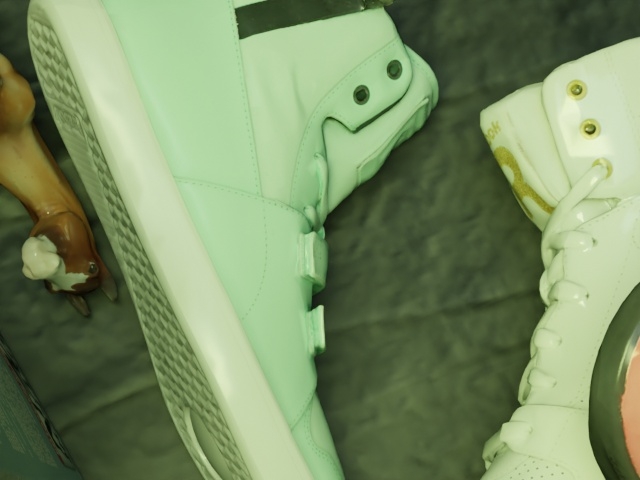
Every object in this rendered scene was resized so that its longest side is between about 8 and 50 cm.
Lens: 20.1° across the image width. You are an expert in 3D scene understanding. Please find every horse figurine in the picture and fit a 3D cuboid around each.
[{"bbox_3d":[-0.182,-0.093,0.707,0.066,0.174,0.263,-46,69,3],"label":"horse figurine"}]

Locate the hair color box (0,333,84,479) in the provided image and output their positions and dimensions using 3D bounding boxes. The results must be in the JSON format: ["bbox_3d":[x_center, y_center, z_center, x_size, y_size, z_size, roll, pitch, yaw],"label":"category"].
[{"bbox_3d":[-0.193,0.077,0.549,0.185,0.374,0.113,-31,81,-6],"label":"hair color box"}]

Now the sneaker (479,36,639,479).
[{"bbox_3d":[0.101,0.030,0.703,0.292,0.108,0.169,-40,80,-17],"label":"sneaker"}]

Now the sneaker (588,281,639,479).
[{"bbox_3d":[0.230,0.090,0.606,0.314,0.136,0.116,29,83,-27],"label":"sneaker"}]

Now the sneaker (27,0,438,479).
[{"bbox_3d":[0.000,-0.001,0.712,0.151,0.094,0.256,-21,91,-20],"label":"sneaker"}]
